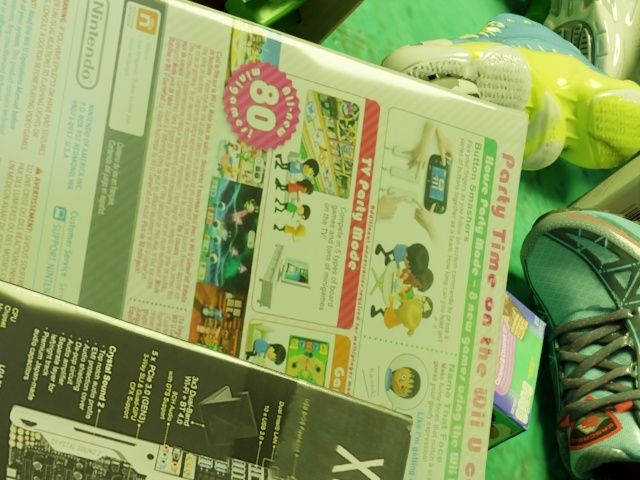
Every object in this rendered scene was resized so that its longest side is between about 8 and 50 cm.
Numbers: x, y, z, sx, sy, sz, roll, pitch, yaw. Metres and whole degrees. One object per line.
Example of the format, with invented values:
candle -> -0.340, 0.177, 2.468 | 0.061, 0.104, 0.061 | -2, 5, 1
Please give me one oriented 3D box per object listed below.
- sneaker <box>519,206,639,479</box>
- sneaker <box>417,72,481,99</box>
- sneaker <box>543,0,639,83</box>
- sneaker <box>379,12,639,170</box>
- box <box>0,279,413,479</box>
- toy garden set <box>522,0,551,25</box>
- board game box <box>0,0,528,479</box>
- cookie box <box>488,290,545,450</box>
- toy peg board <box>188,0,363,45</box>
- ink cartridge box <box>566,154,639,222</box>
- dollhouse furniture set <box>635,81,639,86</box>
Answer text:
sneaker -> 0.194, 0.096, 0.811 | 0.125, 0.104, 0.262 | -14, 71, -48
sneaker -> 0.000, 0.000, 0.705 | 0.283, 0.107, 0.124 | -26, 95, -43
sneaker -> 0.234, -0.210, 1.060 | 0.115, 0.090, 0.232 | 3, 91, -38
sneaker -> 0.117, -0.109, 0.932 | 0.240, 0.091, 0.126 | 9, 30, -36
box -> -0.109, 0.165, 0.363 | 0.242, 0.076, 0.308 | 21, 71, -34
toy garden set -> 0.156, -0.311, 1.109 | 0.244, 0.049, 0.204 | 39, 52, -16
board game box -> -0.068, 0.024, 0.519 | 0.303, 0.097, 0.224 | 14, 79, -32
cookie box -> 0.076, 0.055, 0.772 | 0.107, 0.040, 0.092 | 39, 40, -15
toy peg board -> -0.059, -0.168, 0.729 | 0.161, 0.161, 0.079 | 51, 52, -1
ink cartridge box -> 0.287, -0.007, 0.894 | 0.160, 0.219, 0.092 | 51, 37, -2
dollhouse furniture set -> 0.378, -0.095, 0.974 | 0.303, 0.198, 0.286 | 39, 60, -29
